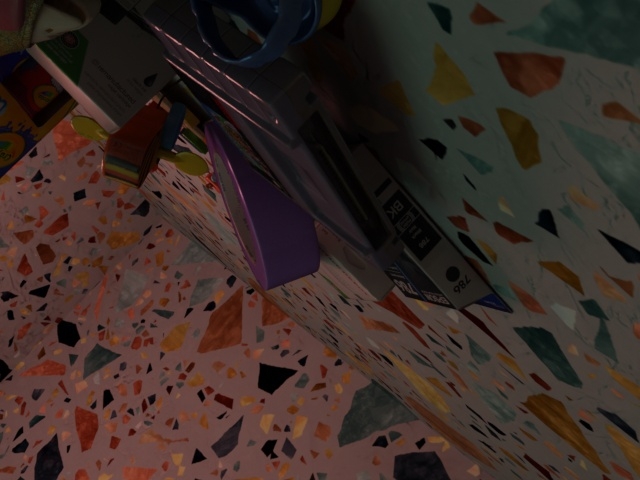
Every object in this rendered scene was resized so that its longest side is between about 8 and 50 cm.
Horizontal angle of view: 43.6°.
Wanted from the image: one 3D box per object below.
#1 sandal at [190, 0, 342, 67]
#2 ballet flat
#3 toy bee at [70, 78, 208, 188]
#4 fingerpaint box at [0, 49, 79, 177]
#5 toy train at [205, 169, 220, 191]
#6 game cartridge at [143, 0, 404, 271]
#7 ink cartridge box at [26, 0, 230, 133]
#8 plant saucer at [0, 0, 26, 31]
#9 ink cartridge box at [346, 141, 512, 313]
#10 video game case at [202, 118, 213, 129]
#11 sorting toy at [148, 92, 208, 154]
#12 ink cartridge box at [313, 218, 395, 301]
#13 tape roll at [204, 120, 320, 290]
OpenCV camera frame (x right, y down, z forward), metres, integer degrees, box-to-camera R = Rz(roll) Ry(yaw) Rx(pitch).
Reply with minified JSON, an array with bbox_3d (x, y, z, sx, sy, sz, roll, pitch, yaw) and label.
[{"bbox_3d":[-0.092,-0.259,0.627,0.126,0.138,0.317,-15,134,35],"label":"sandal"},{"bbox_3d":[-0.264,-0.292,0.832,0.123,0.348,0.123,28,-143,-24],"label":"ballet flat"},{"bbox_3d":[-0.252,-0.149,1.200,0.195,0.298,0.162,31,127,11],"label":"toy bee"},{"bbox_3d":[-0.470,-0.322,1.158,0.163,0.371,0.445,41,168,9],"label":"fingerpaint box"},{"bbox_3d":[-0.232,-0.117,1.908,0.125,0.046,0.166,46,169,-17],"label":"toy train"},{"bbox_3d":[-0.043,-0.109,0.902,0.230,0.068,0.355,34,169,33],"label":"game cartridge"},{"bbox_3d":[-0.240,-0.262,1.010,0.153,0.208,0.087,46,165,-18],"label":"ink cartridge box"},{"bbox_3d":[-0.253,-0.327,0.588,0.084,0.332,0.332,2,-177,-20],"label":"plant saucer"},{"bbox_3d":[0.115,0.003,1.134,0.333,0.065,0.165,45,168,-16],"label":"ink cartridge box"},{"bbox_3d":[-0.129,-0.156,1.478,0.183,0.023,0.201,47,168,-18],"label":"video game case"},{"bbox_3d":[-0.270,-0.226,1.554,0.229,0.041,0.307,46,176,-15],"label":"sorting toy"},{"bbox_3d":[0.044,0.017,1.344,0.160,0.092,0.219,45,169,-8],"label":"ink cartridge box"},{"bbox_3d":[-0.093,-0.065,1.244,0.275,0.090,0.275,160,90,-78],"label":"tape roll"}]
